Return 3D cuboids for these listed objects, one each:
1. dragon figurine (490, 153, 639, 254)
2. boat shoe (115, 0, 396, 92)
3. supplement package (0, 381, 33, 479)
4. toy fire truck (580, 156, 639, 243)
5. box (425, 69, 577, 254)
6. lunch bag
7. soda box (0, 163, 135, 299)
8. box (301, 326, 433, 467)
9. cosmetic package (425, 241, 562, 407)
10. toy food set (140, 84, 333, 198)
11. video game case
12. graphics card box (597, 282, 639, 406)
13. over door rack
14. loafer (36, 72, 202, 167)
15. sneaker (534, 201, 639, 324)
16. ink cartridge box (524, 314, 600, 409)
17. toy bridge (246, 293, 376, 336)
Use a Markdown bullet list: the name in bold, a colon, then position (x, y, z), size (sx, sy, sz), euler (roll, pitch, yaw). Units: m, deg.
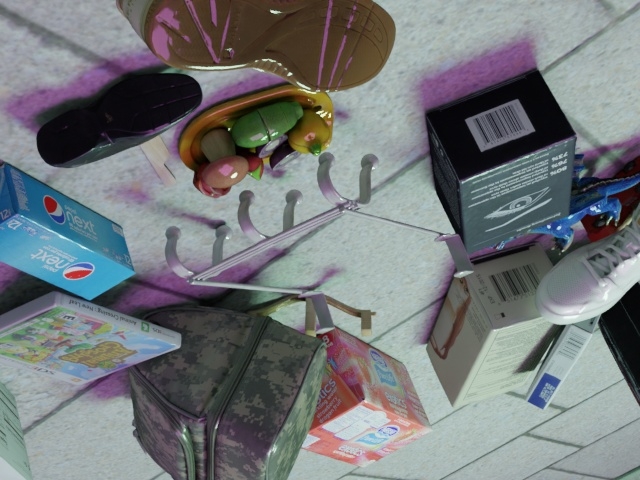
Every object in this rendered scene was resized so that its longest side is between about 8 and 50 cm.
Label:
- **dragon figurine**: position (0.353, -0.062, 1.522), size (0.289, 0.085, 0.144), euler (-30, 151, 17)
- **boat shoe**: position (-0.049, -0.205, 1.011), size (0.285, 0.089, 0.104), euler (2, 118, -42)
- **supplement package**: position (-0.541, 0.274, 1.414), size (0.262, 0.145, 0.204), euler (-19, 152, -6)
- **toy fire truck**: position (0.466, -0.049, 1.666), size (0.135, 0.047, 0.192), euler (6, 140, -42)
- **box**: position (0.225, -0.092, 1.358), size (0.153, 0.108, 0.207), euler (-21, 152, -2)
- **lunch bag**: position (-0.149, 0.234, 1.547), size (0.256, 0.212, 0.305), euler (23, 149, 9)
- **soda box**: position (-0.295, -0.005, 1.185), size (0.071, 0.067, 0.210), euler (-29, 151, 14)
- **box**: position (0.051, 0.269, 1.823), size (0.154, 0.142, 0.300), euler (-31, 151, 16)
- **cosmetic package**: position (0.286, 0.144, 1.788), size (0.153, 0.129, 0.296), euler (-15, 150, -17)
- **toy food set**: position (-0.079, -0.091, 1.183), size (0.218, 0.071, 0.128), euler (-18, 152, -7)
- **video game case**: position (-0.315, 0.127, 1.355), size (0.212, 0.023, 0.193), euler (-23, 147, 36)
- **graphics card box**: position (0.585, 0.200, 1.986), size (0.094, 0.233, 0.371), euler (-26, 152, 8)
- **over door rack**: position (0.000, 0.000, 1.318), size (0.239, 0.108, 0.324), euler (-24, 151, 27)
- **loafer**: position (-0.196, -0.119, 1.080), size (0.170, 0.062, 0.061), euler (-19, 174, 1)
- **sneaker**: position (0.445, 0.003, 1.589), size (0.292, 0.108, 0.169), euler (-29, 152, -13)
- **ink cartridge box**: position (0.423, 0.137, 1.793), size (0.224, 0.045, 0.223), euler (-55, 167, -40)
- **toy bridge**: position (-0.013, 0.107, 1.571), size (0.188, 0.063, 0.026), euler (-1, 150, 4)
